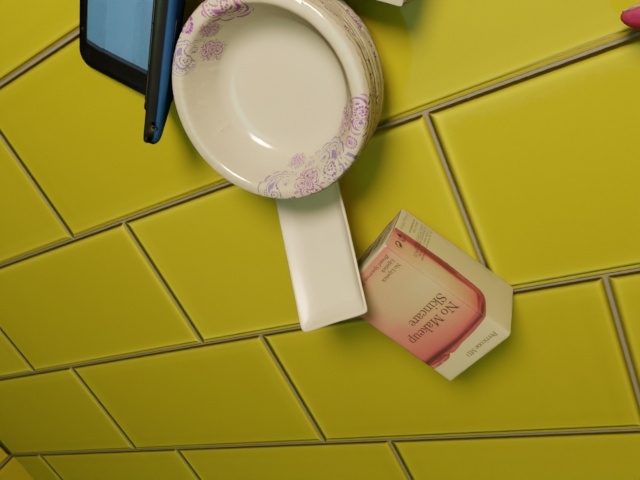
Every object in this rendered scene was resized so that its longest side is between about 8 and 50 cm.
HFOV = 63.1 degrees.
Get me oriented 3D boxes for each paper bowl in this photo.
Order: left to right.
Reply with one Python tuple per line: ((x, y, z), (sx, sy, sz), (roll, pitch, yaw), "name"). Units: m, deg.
((-0.051, -0.214, 0.736), (0.284, 0.148, 0.284), (11, 124, 16), "paper bowl")

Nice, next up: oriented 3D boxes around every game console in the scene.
((-0.287, -0.331, 0.750), (0.173, 0.250, 0.293), (9, 128, -14), "game console")

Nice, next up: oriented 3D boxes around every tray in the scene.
((0.000, 0.000, 0.836), (0.145, 0.030, 0.270), (-26, 70, 40), "tray")

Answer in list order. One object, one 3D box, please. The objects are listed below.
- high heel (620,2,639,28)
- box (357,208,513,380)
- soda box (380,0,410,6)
((0.458, -0.215, 0.571), (0.244, 0.082, 0.117), (-1, 110, 8), "high heel")
((0.172, 0.088, 0.848), (0.232, 0.127, 0.148), (35, 126, -1), "box")
((-0.011, -0.377, 0.649), (0.286, 0.098, 0.091), (19, 124, 10), "soda box")
